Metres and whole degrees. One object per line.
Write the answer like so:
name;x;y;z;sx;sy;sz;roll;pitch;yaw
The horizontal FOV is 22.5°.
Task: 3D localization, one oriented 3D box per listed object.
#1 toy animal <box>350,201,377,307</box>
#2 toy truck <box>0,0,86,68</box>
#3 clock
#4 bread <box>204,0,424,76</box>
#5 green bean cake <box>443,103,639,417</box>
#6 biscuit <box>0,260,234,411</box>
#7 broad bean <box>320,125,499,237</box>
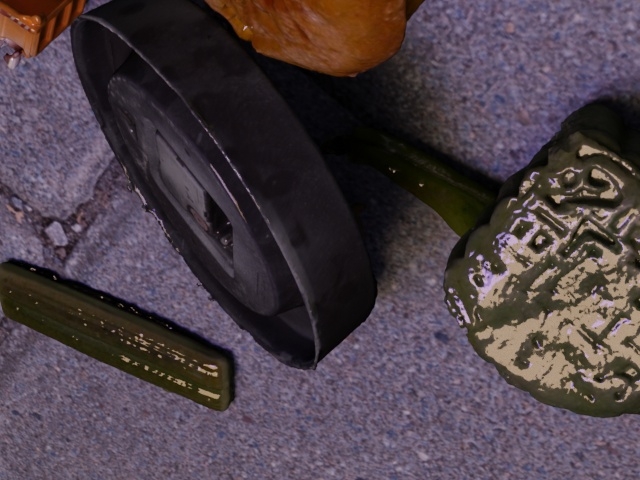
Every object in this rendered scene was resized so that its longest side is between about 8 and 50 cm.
toy animal;0.004;-0.013;1.557;0.069;0.086;0.219;-15;119;35
toy truck;-0.363;-0.275;1.564;0.270;0.114;0.135;32;140;6
clock;-0.092;-0.057;1.470;0.386;0.076;0.386;48;162;22
bread;0.001;-0.243;1.264;0.340;0.194;0.179;23;154;48
green bean cake;0.238;0.028;1.369;0.223;0.125;0.227;35;116;-2
biscuit;-0.244;0.109;1.860;0.322;0.038;0.099;22;137;17
broad bean;0.134;-0.024;1.493;0.318;0.056;0.098;31;158;19
